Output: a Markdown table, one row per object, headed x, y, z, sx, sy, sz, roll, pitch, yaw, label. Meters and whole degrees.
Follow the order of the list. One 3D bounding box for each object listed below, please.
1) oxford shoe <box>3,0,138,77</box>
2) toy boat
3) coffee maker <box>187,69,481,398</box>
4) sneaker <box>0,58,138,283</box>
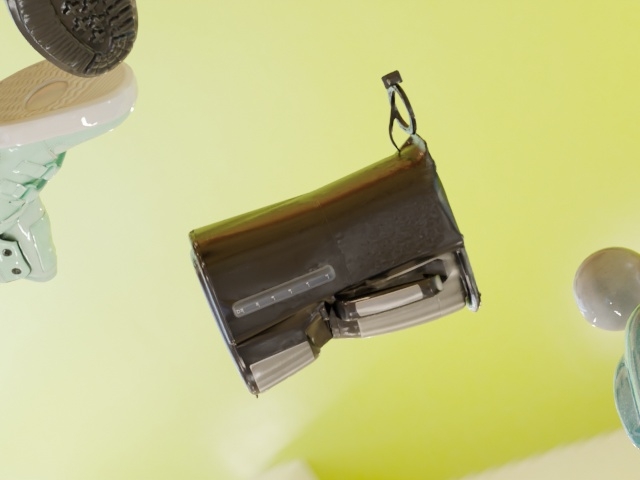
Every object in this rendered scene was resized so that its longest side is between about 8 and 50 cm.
| x | y | z | sx | sy | sz | roll | pitch | yaw | label |
| --- | --- | --- | --- | --- | --- | --- | --- | --- | --- |
| -0.190 | -0.197 | 1.234 | 0.083 | 0.227 | 0.096 | -38 | -141 | -6 | oxford shoe |
| 0.272 | 0.109 | 1.430 | 0.148 | 0.267 | 0.318 | -20 | -141 | 15 | toy boat |
| 0.000 | 0.000 | 1.352 | 0.178 | 0.171 | 0.120 | -20 | 168 | -4 | coffee maker |
| -0.216 | -0.049 | 1.523 | 0.256 | 0.151 | 0.094 | -17 | -149 | 31 | sneaker |
